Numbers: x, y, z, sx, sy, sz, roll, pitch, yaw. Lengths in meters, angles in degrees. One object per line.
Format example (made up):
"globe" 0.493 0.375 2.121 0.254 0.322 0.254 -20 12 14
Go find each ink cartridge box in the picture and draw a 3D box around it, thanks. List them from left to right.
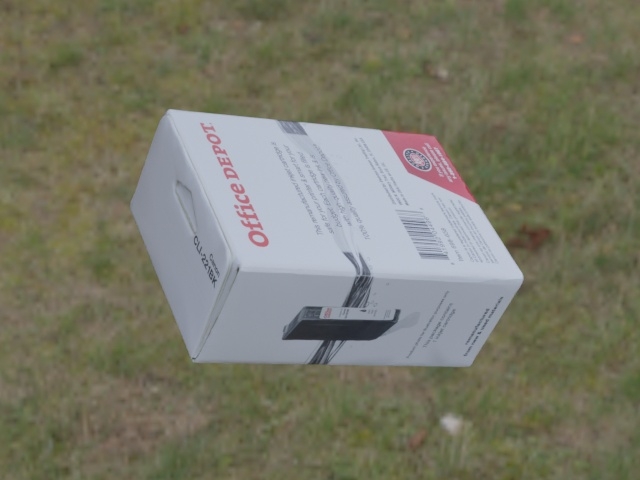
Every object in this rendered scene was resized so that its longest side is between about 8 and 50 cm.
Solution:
"ink cartridge box" 0.000 0.000 1.304 0.273 0.114 0.197 4 40 -31
